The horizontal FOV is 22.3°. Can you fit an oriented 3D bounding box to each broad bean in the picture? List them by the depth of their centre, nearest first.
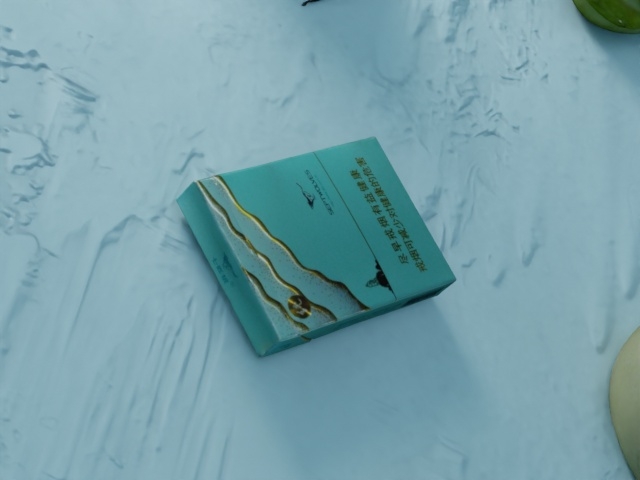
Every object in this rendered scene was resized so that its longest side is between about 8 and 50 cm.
[{"bbox_3d":[0.359,-0.298,1.887,0.174,0.082,0.124,-15,69,-40],"label":"broad bean"}]

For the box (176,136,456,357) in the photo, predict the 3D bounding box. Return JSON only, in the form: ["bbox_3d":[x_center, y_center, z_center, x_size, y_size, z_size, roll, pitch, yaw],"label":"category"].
[{"bbox_3d":[-0.001,0.000,1.448,0.229,0.041,0.162,-17,72,-43],"label":"box"}]

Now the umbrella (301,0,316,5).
[{"bbox_3d":[0.032,-0.265,1.666,0.022,0.022,0.148,36,39,26],"label":"umbrella"}]

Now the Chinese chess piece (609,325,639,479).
[{"bbox_3d":[0.400,0.175,1.589,0.250,0.097,0.251,20,51,-26],"label":"Chinese chess piece"}]
